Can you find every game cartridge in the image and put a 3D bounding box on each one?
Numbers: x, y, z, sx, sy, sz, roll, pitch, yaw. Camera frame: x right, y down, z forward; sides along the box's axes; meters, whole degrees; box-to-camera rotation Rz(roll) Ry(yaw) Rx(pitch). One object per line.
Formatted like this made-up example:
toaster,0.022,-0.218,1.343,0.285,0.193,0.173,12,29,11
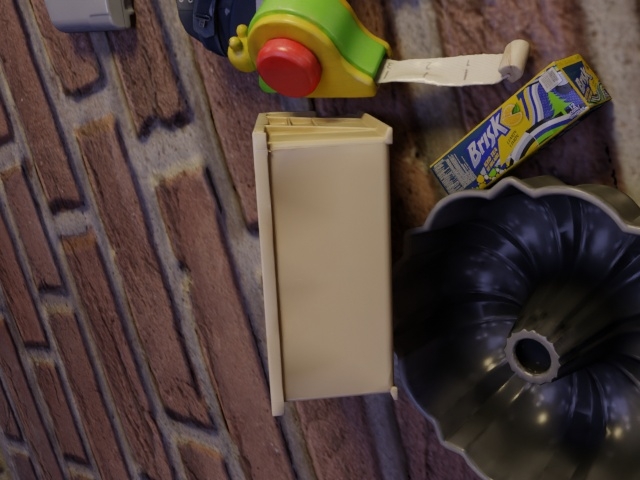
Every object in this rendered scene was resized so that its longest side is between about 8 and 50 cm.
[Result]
game cartridge,-0.374,-0.467,1.045,0.196,0.060,0.294,14,116,43

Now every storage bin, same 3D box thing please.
storage bin,0.000,0.000,0.735,0.260,0.123,0.262,-105,12,-75

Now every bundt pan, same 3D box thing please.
bundt pan,0.229,0.088,0.662,0.330,0.124,0.331,19,119,38

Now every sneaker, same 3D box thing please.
sneaker,-0.098,-0.322,0.820,0.163,0.086,0.226,28,126,29

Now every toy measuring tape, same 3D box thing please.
toy measuring tape,0.035,-0.206,0.698,0.330,0.121,0.122,6,112,30

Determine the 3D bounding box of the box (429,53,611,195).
box,0.187,-0.102,0.665,0.054,0.059,0.169,57,135,7
